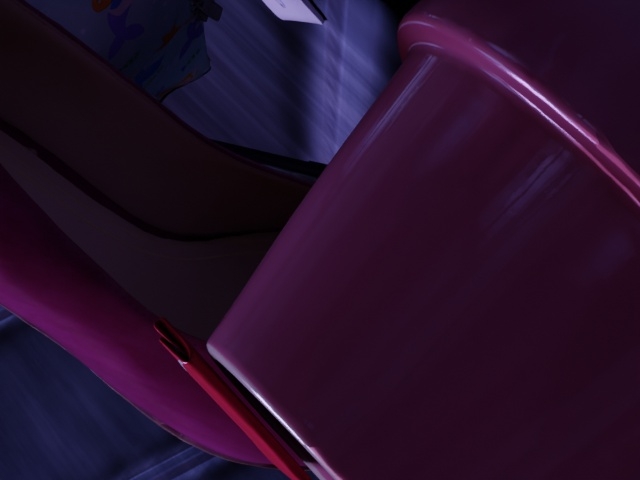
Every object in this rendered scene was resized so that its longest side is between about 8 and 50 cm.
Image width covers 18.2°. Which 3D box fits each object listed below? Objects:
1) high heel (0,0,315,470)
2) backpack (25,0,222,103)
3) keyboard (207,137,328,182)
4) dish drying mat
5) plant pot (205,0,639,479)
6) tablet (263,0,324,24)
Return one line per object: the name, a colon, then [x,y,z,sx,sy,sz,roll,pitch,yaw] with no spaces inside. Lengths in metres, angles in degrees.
high heel: [-0.050,-0.019,0.760,0.181,0.377,0.127,114,159,-44]
backpack: [-0.150,-0.158,0.943,0.225,0.191,0.253,42,180,10]
keyboard: [0.000,0.000,0.940,0.317,0.033,0.201,14,168,5]
dish drying mat: [-0.032,0.060,0.723,0.032,0.008,0.083,38,169,51]
plant pot: [0.067,0.022,0.700,0.201,0.180,0.201,46,174,6]
tablet: [-0.027,-0.139,1.085,0.054,0.006,0.083,49,174,-17]
